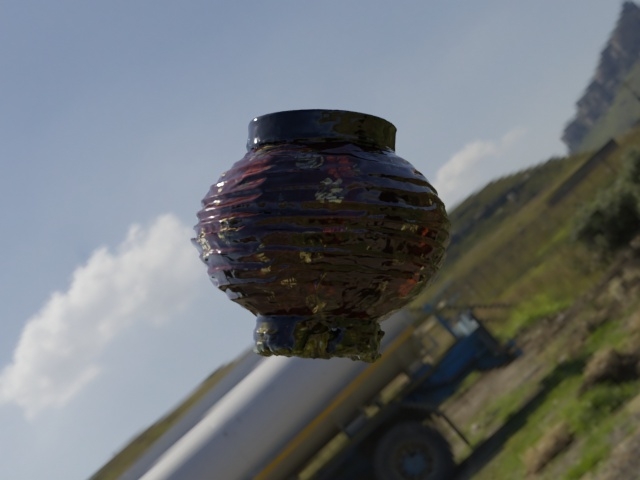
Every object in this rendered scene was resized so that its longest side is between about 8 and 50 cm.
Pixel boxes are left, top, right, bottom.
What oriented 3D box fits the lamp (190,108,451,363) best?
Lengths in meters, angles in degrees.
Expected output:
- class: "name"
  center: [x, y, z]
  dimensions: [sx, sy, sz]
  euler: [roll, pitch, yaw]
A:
- class: "lamp"
  center: [0.000, 0.000, 1.136]
  dimensions: [0.247, 0.247, 0.247]
  euler: [-41, -8, -7]
